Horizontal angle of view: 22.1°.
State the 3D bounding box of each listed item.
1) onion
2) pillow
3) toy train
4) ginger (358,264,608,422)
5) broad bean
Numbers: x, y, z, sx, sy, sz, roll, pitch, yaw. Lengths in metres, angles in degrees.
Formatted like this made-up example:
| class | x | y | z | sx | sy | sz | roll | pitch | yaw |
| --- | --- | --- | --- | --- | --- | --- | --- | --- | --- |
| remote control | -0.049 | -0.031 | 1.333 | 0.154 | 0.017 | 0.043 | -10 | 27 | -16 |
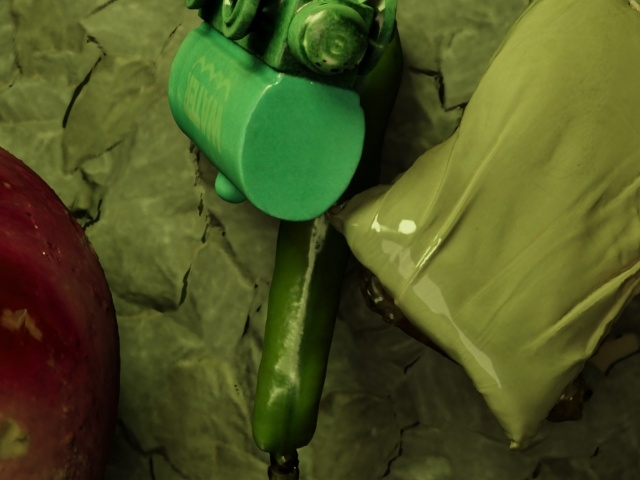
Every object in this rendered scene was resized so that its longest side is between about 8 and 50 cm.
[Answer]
| class | x | y | z | sx | sy | sz | roll | pitch | yaw |
| --- | --- | --- | --- | --- | --- | --- | --- | --- | --- |
| onion | -0.274 | 0.104 | 0.976 | 0.358 | 0.345 | 0.358 | -4 | 73 | 13 |
| pillow | 0.126 | -0.033 | 0.929 | 0.173 | 0.067 | 0.270 | 42 | 64 | 2 |
| toy train | -0.033 | -0.098 | 0.940 | 0.101 | 0.248 | 0.159 | 11 | 101 | -18 |
| ginger | 0.109 | 0.031 | 0.990 | 0.162 | 0.073 | 0.103 | 33 | 108 | 8 |
| broad bean | 0.000 | 0.001 | 0.997 | 0.056 | 0.098 | 0.318 | 12 | 93 | 2 |
